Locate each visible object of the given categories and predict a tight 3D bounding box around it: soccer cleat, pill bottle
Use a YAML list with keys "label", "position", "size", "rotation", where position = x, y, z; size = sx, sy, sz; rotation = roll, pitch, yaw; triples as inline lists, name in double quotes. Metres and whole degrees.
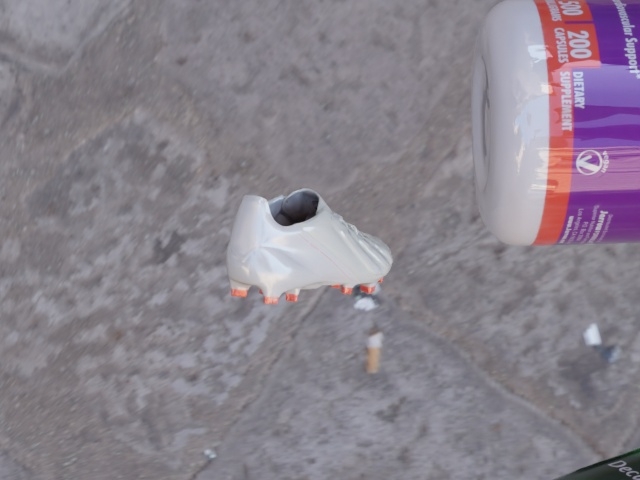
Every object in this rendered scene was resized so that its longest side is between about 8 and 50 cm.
- label: "soccer cleat"
  position: [0.000, 0.000, 0.993]
  size: [0.196, 0.068, 0.076]
  rotation: [-6, 105, -60]
- label: "pill bottle"
  position: [0.277, -0.089, 1.000]
  size: [0.322, 0.181, 0.182]
  rotation: [-2, 79, -1]

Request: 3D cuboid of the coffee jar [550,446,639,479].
- label: "coffee jar"
  position: [0.164, 0.107, 0.511]
  size: [0.184, 0.096, 0.079]
  rotation: [-19, 123, -26]
